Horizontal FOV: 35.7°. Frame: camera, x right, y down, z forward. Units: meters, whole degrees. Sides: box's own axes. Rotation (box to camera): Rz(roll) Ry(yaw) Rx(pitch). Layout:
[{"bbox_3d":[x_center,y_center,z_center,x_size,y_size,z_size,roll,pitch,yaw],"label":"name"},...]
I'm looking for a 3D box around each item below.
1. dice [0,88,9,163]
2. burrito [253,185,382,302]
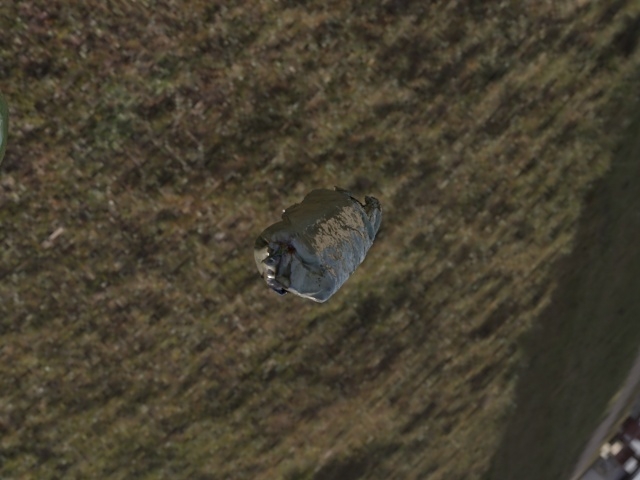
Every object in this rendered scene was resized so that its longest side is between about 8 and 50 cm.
[{"bbox_3d":[-0.432,-0.111,0.807,0.252,0.250,0.254,-47,151,0],"label":"dice"},{"bbox_3d":[0.001,-0.002,0.623,0.045,0.058,0.188,-63,174,21],"label":"burrito"}]
